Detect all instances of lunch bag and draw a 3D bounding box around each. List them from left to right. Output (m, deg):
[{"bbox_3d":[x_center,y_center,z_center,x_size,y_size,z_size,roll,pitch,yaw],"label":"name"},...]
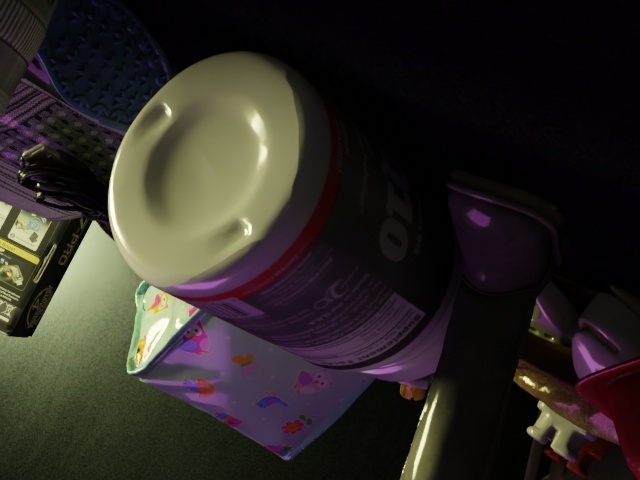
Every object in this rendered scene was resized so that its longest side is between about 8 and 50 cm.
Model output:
[{"bbox_3d":[-0.035,0.066,1.153,0.223,0.262,0.160,32,-152,-25],"label":"lunch bag"}]

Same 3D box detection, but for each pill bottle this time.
[{"bbox_3d":[0.000,0.000,0.795,0.161,0.161,0.283,24,175,36],"label":"pill bottle"}]

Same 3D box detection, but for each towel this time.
[{"bbox_3d":[-0.262,-0.106,0.984,0.312,0.056,0.324,-13,150,40],"label":"towel"}]

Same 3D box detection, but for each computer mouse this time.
[{"bbox_3d":[-0.112,-0.041,0.990,0.272,0.072,0.188,6,162,28],"label":"computer mouse"}]

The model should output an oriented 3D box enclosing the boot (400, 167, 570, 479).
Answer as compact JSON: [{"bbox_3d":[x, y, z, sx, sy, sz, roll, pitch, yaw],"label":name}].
[{"bbox_3d":[0.096,0.073,0.743,0.076,0.209,0.189,23,174,32],"label":"boot"}]

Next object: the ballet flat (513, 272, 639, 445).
[{"bbox_3d":[0.197,0.068,0.917,0.342,0.116,0.124,28,158,38],"label":"ballet flat"}]

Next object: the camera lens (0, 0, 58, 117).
[{"bbox_3d":[-0.268,-0.095,0.558,0.219,0.274,0.219,27,175,2],"label":"camera lens"}]

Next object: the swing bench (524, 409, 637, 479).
[{"bbox_3d":[0.377,0.265,1.265,0.253,0.165,0.254,9,166,27],"label":"swing bench"}]

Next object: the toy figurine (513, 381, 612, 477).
[{"bbox_3d":[0.262,0.143,1.066,0.209,0.148,0.213,35,175,-21],"label":"toy figurine"}]

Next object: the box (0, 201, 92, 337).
[{"bbox_3d":[-0.482,-0.100,1.462,0.394,0.318,0.097,26,176,7],"label":"box"}]

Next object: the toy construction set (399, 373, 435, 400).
[{"bbox_3d":[0.081,0.085,1.404,0.215,0.151,0.328,7,-173,2],"label":"toy construction set"}]

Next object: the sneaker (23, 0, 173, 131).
[{"bbox_3d":[-0.202,-0.158,0.771,0.232,0.081,0.090,37,176,-38],"label":"sneaker"}]

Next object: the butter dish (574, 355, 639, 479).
[{"bbox_3d":[0.271,0.141,0.740,0.160,0.118,0.160,-26,131,38],"label":"butter dish"}]
